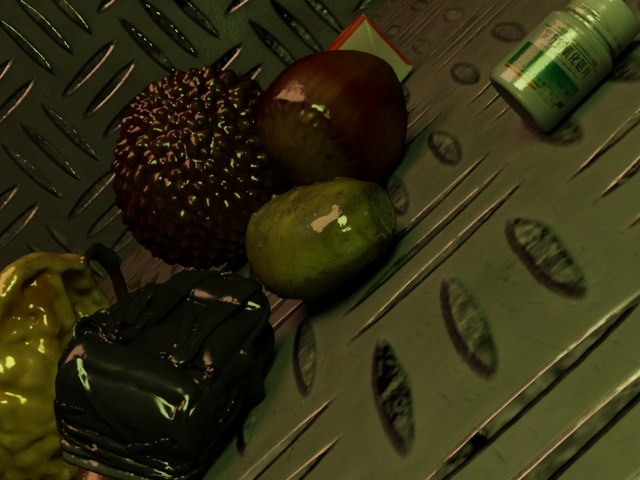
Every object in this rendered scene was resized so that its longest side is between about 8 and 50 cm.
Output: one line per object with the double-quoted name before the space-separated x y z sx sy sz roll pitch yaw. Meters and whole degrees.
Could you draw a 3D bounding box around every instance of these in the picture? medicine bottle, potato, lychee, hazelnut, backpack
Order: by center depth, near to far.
"medicine bottle" 0.229 -0.172 1.033 0.130 0.080 0.080 -45 12 5
"backpack" -0.148 0.117 1.122 0.258 0.206 0.133 -51 -29 -52
"potato" 0.000 0.000 1.181 0.149 0.113 0.251 -42 18 -24
"hazelnut" 0.025 -0.156 1.431 0.208 0.208 0.208 -43 12 11
"lychee" -0.180 -0.106 1.731 0.306 0.330 0.306 -14 31 9

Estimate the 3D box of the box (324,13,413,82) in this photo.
"box" 0.048 -0.268 1.867 0.182 0.133 0.099 -52 10 -25

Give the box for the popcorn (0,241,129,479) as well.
"popcorn" -0.393 0.157 1.500 0.382 0.349 0.349 -50 11 10

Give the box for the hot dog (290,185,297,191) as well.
"hot dog" -0.001 -0.076 1.561 0.140 0.060 0.090 -34 21 32

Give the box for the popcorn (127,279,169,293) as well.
"popcorn" -0.196 0.125 1.379 0.167 0.152 0.148 -44 -16 13

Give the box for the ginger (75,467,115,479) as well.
"ginger" -0.213 0.262 1.111 0.131 0.086 0.294 -25 28 25
